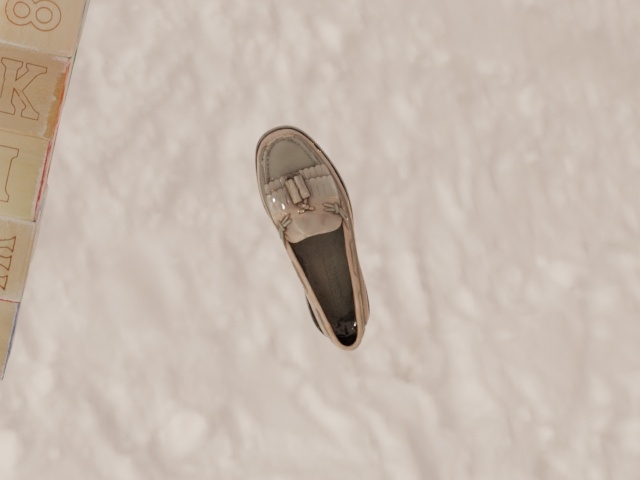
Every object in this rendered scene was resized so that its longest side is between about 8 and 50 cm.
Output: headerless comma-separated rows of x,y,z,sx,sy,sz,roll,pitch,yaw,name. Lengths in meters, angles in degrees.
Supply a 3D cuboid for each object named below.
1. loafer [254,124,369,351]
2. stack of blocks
0.000,0.000,0.808,0.039,0.045,0.125,-109,180,-71,loafer
-0.178,-0.094,0.828,0.171,0.087,0.297,-123,-135,-77,stack of blocks
